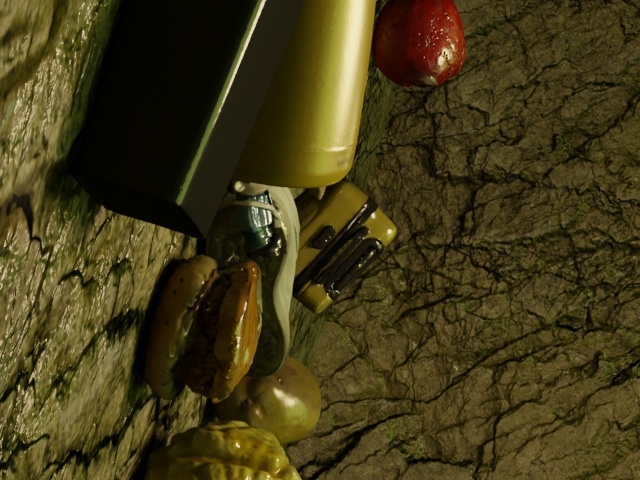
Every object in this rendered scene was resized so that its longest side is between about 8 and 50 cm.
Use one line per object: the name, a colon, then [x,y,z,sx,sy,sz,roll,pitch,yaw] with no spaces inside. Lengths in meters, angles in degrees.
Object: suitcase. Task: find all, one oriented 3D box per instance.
suitcase: [0.000,0.000,2.325,0.194,0.143,0.235,-46,-174,-3]

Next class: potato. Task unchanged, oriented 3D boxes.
potato: [-0.079,0.244,2.301,0.200,0.154,0.137,37,36,-78]

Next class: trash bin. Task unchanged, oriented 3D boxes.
trash bin: [-0.105,-0.130,1.241,0.165,0.115,0.225,74,33,-79]

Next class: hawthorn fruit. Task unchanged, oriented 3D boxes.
hawthorn fruit: [0.148,-0.312,2.301,0.148,0.148,0.172,-59,150,-71]

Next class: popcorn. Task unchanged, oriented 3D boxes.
popcorn: [-0.114,0.335,1.859,0.258,0.270,0.224,3,102,-39]

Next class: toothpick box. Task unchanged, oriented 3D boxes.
toothpick box: [-0.034,-0.200,1.474,0.175,0.175,0.271,-58,159,-72]

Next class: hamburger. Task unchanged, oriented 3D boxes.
hamburger: [-0.129,0.091,1.693,0.177,0.113,0.185,84,13,-60]

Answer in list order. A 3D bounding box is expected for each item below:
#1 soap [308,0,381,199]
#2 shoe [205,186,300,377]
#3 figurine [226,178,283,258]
soap: [0.010,-0.229,2.270,0.315,0.091,0.199,-68,170,-50]
shoe: [-0.083,0.024,1.907,0.316,0.124,0.159,99,1,-47]
figurine: [-0.078,-0.057,1.712,0.086,0.087,0.149,-70,155,-66]
